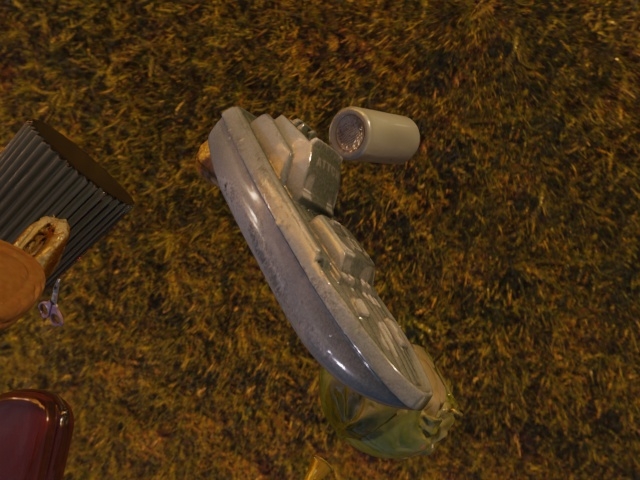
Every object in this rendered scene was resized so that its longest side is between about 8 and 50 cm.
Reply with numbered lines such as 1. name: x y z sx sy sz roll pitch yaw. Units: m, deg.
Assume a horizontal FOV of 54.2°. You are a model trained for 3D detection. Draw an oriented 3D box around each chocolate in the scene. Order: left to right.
1. chocolate: -0.177 -0.192 1.548 0.134 0.309 0.134 9 104 42

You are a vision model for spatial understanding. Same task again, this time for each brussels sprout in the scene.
1. brussels sprout: 0.176 0.465 1.859 0.361 0.342 0.425 -31 111 22

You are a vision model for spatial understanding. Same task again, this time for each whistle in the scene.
1. whistle: -0.017 0.413 1.027 0.057 0.109 0.046 13 135 27

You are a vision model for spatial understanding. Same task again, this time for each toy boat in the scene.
1. toy boat: 0.000 0.000 0.420 0.085 0.078 0.261 -41 56 15

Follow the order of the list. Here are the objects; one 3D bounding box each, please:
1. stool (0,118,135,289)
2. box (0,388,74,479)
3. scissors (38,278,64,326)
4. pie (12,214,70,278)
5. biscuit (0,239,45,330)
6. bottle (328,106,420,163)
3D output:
1. stool: -0.644 -0.057 1.417 0.297 0.297 0.330 43 90 -4
2. box: -0.706 0.548 1.442 0.263 0.108 0.404 -3 69 26
3. scissors: -0.861 0.195 2.015 0.110 0.021 0.212 36 129 9
4. pie: -0.561 0.043 1.216 0.084 0.205 0.179 33 150 -13
5. biscuit: -0.479 -0.021 0.659 0.375 0.269 0.051 28 108 -13
6. bottle: 0.128 -0.210 1.280 0.104 0.245 0.104 2 94 38
